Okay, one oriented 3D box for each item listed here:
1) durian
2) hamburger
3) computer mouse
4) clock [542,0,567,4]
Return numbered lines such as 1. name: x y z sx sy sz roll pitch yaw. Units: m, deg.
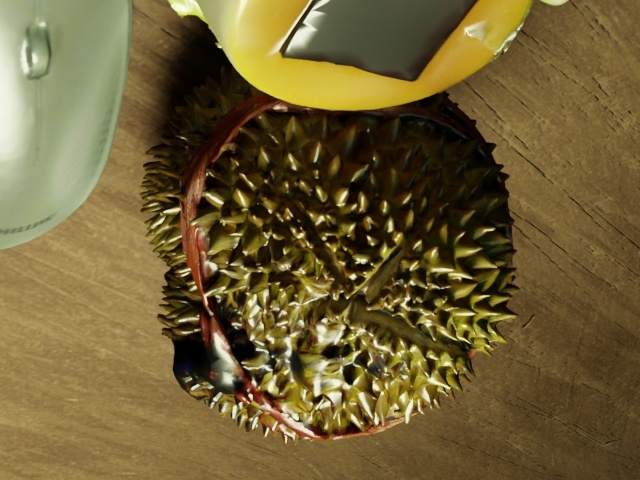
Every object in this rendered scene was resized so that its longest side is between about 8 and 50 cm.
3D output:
1. durian: 0.001 0.005 1.613 0.348 0.384 0.347 -11 105 -43
2. hamburger: 0.027 -0.233 1.420 0.294 0.179 0.276 7 140 -27
3. computer mouse: -0.240 -0.103 1.500 0.197 0.095 0.331 -19 150 -26
4. clock: 0.216 -0.315 1.515 0.069 0.170 0.232 21 128 -7
